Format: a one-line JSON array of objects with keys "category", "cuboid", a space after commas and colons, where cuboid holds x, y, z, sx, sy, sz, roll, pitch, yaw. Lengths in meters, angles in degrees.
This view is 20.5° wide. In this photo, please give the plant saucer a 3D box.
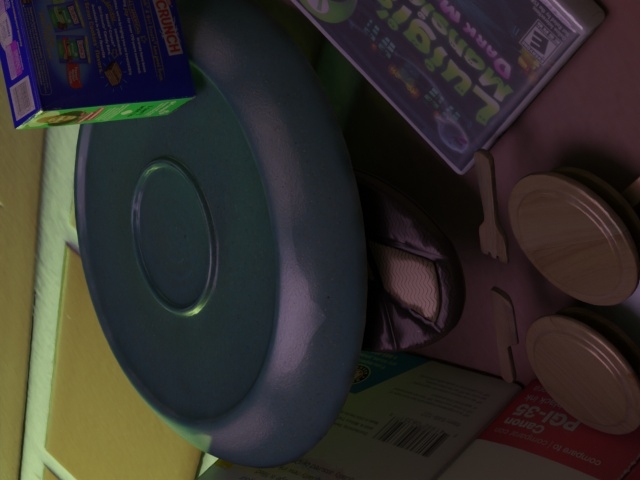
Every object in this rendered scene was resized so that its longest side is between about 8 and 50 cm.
[{"category": "plant saucer", "cuboid": [-0.081, -0.005, 1.142, 0.317, 0.044, 0.317, 18, 113, 52]}]

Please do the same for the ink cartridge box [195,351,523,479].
[{"category": "ink cartridge box", "cuboid": [0.027, 0.212, 1.191, 0.171, 0.233, 0.168, 14, 135, 47]}]

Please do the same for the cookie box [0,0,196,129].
[{"category": "cookie box", "cuboid": [-0.136, -0.118, 1.058, 0.040, 0.107, 0.092, -21, 80, 54]}]

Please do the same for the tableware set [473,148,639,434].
[{"category": "tableware set", "cuboid": [0.154, 0.031, 1.006, 0.128, 0.039, 0.194, 28, 145, 35]}]

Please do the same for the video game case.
[{"category": "video game case", "cuboid": [0.048, -0.142, 0.963, 0.190, 0.022, 0.173, 46, 151, 5]}]

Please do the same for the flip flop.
[{"category": "flip flop", "cuboid": [0.000, 0.000, 1.136, 0.277, 0.080, 0.112, 9, 106, 54]}]

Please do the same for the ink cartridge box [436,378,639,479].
[{"category": "ink cartridge box", "cuboid": [0.111, 0.254, 1.075, 0.117, 0.283, 0.207, 17, 137, 44]}]
